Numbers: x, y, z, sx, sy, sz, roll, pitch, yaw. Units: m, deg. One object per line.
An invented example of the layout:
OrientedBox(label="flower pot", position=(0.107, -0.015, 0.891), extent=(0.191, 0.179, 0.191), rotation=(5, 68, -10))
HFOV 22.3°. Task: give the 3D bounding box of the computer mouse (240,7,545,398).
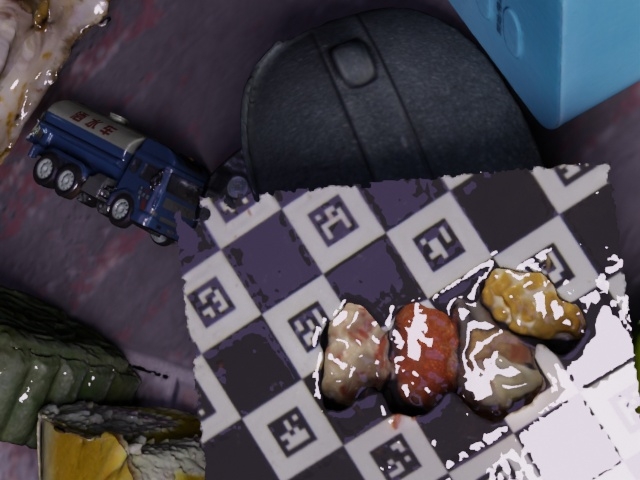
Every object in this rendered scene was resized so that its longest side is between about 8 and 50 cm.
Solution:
OrientedBox(label="computer mouse", position=(0.064, -0.024, 1.158), extent=(0.203, 0.114, 0.374), rotation=(-22, 68, 0))

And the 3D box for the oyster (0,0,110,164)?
OrientedBox(label="oyster", position=(-0.295, -0.195, 1.525), extent=(0.110, 0.166, 0.341), rotation=(46, 127, 27))

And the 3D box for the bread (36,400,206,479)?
OrientedBox(label="bread", position=(-0.128, 0.227, 1.288), extent=(0.156, 0.158, 0.260), rotation=(-50, 54, 33))

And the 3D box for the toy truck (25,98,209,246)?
OrientedBox(label="toy truck", position=(-0.182, -0.064, 1.443), extent=(0.202, 0.074, 0.088), rotation=(26, 89, 41))

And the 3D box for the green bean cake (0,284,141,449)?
OrientedBox(label="green bean cake", position=(-0.272, 0.101, 1.402), extent=(0.185, 0.183, 0.094), rotation=(30, 98, 40))

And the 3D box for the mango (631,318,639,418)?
OrientedBox(label="mango", position=(0.257, 0.120, 1.020), extent=(0.178, 0.100, 0.119), rotation=(54, 153, 25))

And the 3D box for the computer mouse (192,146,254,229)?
OrientedBox(label="computer mouse", position=(0.000, 0.003, 1.275), extent=(0.231, 0.071, 0.126), rotation=(29, 84, 27))

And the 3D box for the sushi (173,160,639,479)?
OrientedBox(label="sushi", position=(0.059, 0.086, 1.053), extent=(0.290, 0.050, 0.264), rotation=(-7, 91, 14))

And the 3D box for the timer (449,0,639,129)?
OrientedBox(label="timer", position=(0.124, -0.228, 1.121), extent=(0.091, 0.232, 0.250), rotation=(-29, 50, -17))
